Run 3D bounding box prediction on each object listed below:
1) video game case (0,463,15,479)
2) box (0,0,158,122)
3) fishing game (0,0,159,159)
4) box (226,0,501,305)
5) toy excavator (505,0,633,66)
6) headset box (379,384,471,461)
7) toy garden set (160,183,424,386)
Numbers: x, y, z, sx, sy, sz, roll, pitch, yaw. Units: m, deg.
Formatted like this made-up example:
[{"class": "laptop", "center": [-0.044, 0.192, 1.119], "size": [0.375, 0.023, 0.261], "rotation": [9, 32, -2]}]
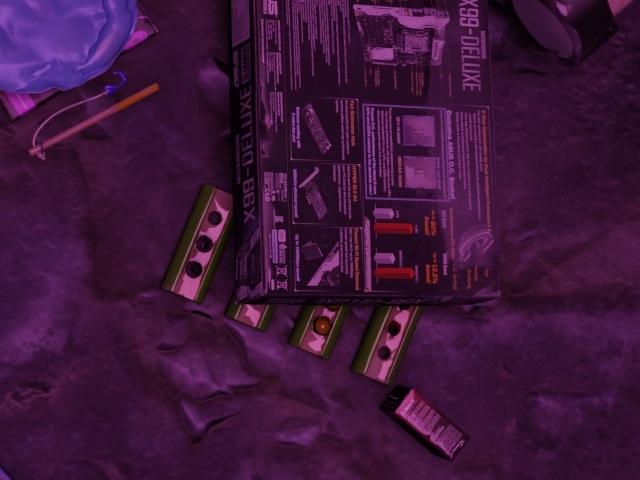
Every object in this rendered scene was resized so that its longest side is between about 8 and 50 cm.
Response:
[{"class": "video game case", "center": [-0.418, 0.223, 1.680], "size": [0.244, 0.061, 0.269], "rotation": [-39, 123, -9]}, {"class": "box", "center": [-0.249, -0.200, 1.790], "size": [0.162, 0.029, 0.116], "rotation": [-32, 95, -9]}, {"class": "fishing game", "center": [-0.260, -0.222, 1.754], "size": [0.189, 0.041, 0.264], "rotation": [-34, 92, -17]}, {"class": "box", "center": [0.040, -0.095, 1.787], "size": [0.242, 0.076, 0.308], "rotation": [0, 82, -23]}, {"class": "toy excavator", "center": [0.130, -0.432, 1.791], "size": [0.222, 0.445, 0.433], "rotation": [-42, 139, -10]}, {"class": "headset box", "center": [0.096, 0.171, 1.840], "size": [0.083, 0.062, 0.032], "rotation": [40, 81, -10]}, {"class": "toy garden set", "center": [0.000, 0.000, 1.829], "size": [0.244, 0.049, 0.204], "rotation": [23, 85, -11]}]
